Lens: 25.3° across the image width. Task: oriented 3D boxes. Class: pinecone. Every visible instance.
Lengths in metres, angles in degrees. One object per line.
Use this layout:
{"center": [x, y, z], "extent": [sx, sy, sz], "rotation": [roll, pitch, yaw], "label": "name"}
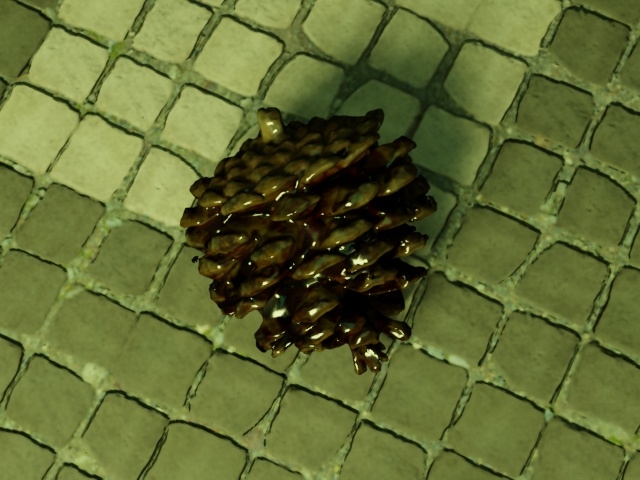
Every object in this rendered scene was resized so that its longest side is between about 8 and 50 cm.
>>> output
{"center": [-0.013, -0.001, 1.359], "extent": [0.244, 0.243, 0.257], "rotation": [3, 94, 6], "label": "pinecone"}
